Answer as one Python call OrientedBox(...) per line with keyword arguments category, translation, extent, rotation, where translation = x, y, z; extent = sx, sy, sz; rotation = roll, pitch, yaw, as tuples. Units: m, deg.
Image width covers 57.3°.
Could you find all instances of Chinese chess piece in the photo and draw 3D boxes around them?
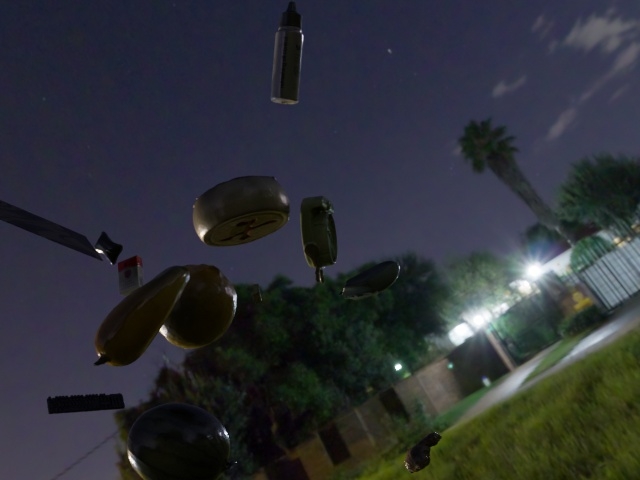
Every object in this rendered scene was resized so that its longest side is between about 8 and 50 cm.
OrientedBox(category="Chinese chess piece", translation=(-0.272, -0.097, 2.023), extent=(0.338, 0.140, 0.338), rotation=(-18, -14, -5))

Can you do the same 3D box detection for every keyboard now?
OrientedBox(category="keyboard", translation=(-0.628, 0.437, 1.574), extent=(0.196, 0.060, 0.018), rotation=(5, -66, -33))

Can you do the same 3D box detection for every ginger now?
OrientedBox(category="ginger", translation=(0.356, 0.730, 2.017), extent=(0.165, 0.067, 0.096), rotation=(-45, 15, -6))

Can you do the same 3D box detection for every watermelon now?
OrientedBox(category="watermelon", translation=(-0.456, 0.688, 1.938), extent=(0.279, 0.360, 0.278), rotation=(21, -90, -82))

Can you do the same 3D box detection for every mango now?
OrientedBox(category="mango", translation=(-0.413, 0.172, 1.370), extent=(0.317, 0.119, 0.176), rotation=(-52, 2, -30))

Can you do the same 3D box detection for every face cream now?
OrientedBox(category="face cream", translation=(-0.100, -0.590, 1.838), extent=(0.092, 0.311, 0.092), rotation=(5, 1, 0))

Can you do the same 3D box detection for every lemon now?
OrientedBox(category="lemon", translation=(-0.440, 0.231, 2.062), extent=(0.297, 0.297, 0.297), rotation=(-25, -22, -11))

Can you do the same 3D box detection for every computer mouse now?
OrientedBox(category="computer mouse", translation=(0.169, 0.147, 1.963), extent=(0.229, 0.068, 0.113), rotation=(-30, -38, 6))

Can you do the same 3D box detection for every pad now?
OrientedBox(category="pad", translation=(-0.838, -0.038, 1.790), extent=(0.330, 0.220, 0.004), rotation=(31, -89, -43))

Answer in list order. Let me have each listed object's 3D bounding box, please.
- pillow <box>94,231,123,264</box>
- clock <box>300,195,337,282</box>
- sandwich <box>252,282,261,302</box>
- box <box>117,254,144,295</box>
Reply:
OrientedBox(category="pillow", translation=(-0.886, 0.032, 2.447), extent=(0.055, 0.136, 0.091), rotation=(-29, -36, -49))
OrientedBox(category="clock", translation=(0.000, 0.000, 2.144), extent=(0.096, 0.307, 0.235), rotation=(-5, -6, 10))
OrientedBox(category="sandwich", translation=(-0.269, 0.224, 2.453), extent=(0.031, 0.083, 0.044), rotation=(-10, 2, 9))
OrientedBox(category="box", translation=(-0.811, 0.151, 2.506), extent=(0.100, 0.152, 0.048), rotation=(-19, -26, 10))
